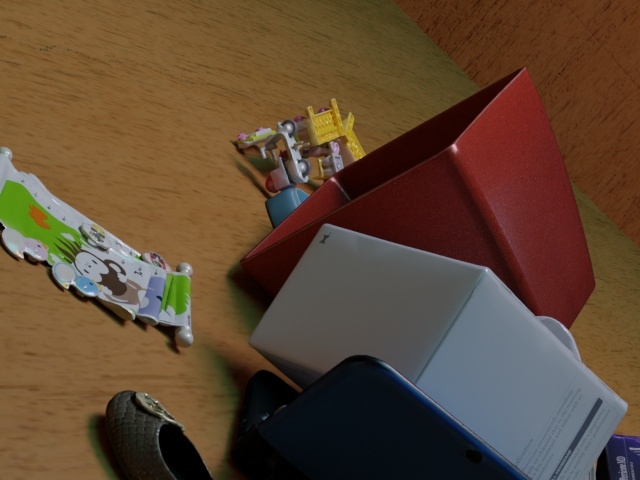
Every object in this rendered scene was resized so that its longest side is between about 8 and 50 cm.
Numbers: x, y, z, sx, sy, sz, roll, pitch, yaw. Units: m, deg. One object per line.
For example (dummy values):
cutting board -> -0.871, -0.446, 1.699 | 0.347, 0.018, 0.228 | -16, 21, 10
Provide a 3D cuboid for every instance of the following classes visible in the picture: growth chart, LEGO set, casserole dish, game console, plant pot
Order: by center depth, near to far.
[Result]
game console -> 0.092, 0.190, 1.532 | 0.293, 0.173, 0.250 | 40, 15, -10
growth chart -> -0.198, 0.008, 1.605 | 0.237, 0.021, 0.172 | 35, 17, -24
plant pot -> 0.128, 0.017, 1.899 | 0.235, 0.267, 0.267 | 56, 31, -7
casserole dish -> 0.000, 0.000, 2.104 | 0.114, 0.037, 0.188 | 35, 15, -26
LEGO set -> -0.012, -0.092, 2.284 | 0.287, 0.107, 0.132 | 25, 54, -62

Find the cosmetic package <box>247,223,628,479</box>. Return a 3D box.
cosmetic package -> 0.099, 0.115, 1.622 | 0.225, 0.138, 0.224 | 44, -16, -34

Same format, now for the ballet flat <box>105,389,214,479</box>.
ballet flat -> -0.080, 0.188, 1.320 | 0.084, 0.058, 0.250 | 28, 20, -45

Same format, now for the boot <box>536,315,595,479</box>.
boot -> 0.217, 0.202, 1.794 | 0.095, 0.258, 0.123 | 0, -3, 16

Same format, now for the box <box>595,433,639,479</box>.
box -> 0.395, 0.285, 1.977 | 0.207, 0.108, 0.153 | 5, 15, 3
